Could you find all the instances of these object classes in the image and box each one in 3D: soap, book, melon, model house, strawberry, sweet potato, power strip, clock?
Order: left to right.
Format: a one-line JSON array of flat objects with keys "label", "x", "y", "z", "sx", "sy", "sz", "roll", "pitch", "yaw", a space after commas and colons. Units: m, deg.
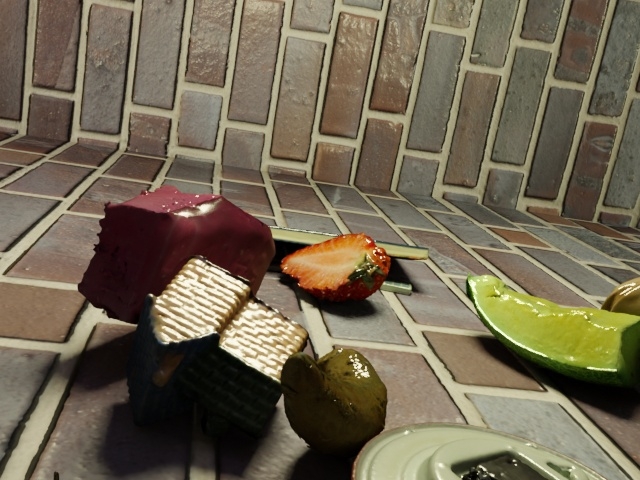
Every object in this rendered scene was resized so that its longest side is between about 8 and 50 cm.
[{"label": "soap", "x": -0.192, "y": 0.038, "z": 1.031, "sx": 0.127, "sy": 0.220, "sz": 0.325, "roll": 20, "pitch": -8, "yaw": 22}, {"label": "model house", "x": -0.130, "y": 0.149, "z": 0.809, "sx": 0.183, "sy": 0.166, "sz": 0.172, "roll": 26, "pitch": 30, "yaw": 4}, {"label": "book", "x": 0.000, "y": 0.000, "z": 1.586, "sx": 0.428, "sy": 0.039, "sz": 0.300, "roll": 8, "pitch": 0, "yaw": -7}, {"label": "sweet potato", "x": 0.022, "y": 0.187, "z": 0.813, "sx": 0.124, "sy": 0.098, "sz": 0.310, "roll": 54, "pitch": 5, "yaw": 12}, {"label": "strawberry", "x": 0.042, "y": 0.068, "z": 1.367, "sx": 0.175, "sy": 0.106, "sz": 0.236, "roll": -35, "pitch": 25, "yaw": -12}, {"label": "power strip", "x": 0.151, "y": 0.096, "z": 1.485, "sx": 0.090, "sy": 0.016, "sz": 0.040, "roll": 12, "pitch": 14, "yaw": 5}, {"label": "clock", "x": 0.185, "y": 0.264, "z": 0.685, "sx": 0.319, "sy": 0.080, "sz": 0.318, "roll": 9, "pitch": 13, "yaw": -2}, {"label": "melon", "x": 0.390, "y": 0.152, "z": 1.205, "sx": 0.324, "sy": 0.124, "sz": 0.196, "roll": 17, "pitch": 7, "yaw": 38}]

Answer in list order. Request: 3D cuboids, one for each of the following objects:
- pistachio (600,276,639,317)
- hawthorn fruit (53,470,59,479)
[{"label": "pistachio", "x": 0.616, "y": 0.145, "z": 1.240, "sx": 0.261, "sy": 0.212, "sz": 0.163, "roll": -1, "pitch": 22, "yaw": -3}, {"label": "hawthorn fruit", "x": -0.206, "y": 0.229, "z": 0.555, "sx": 0.077, "sy": 0.077, "sz": 0.077, "roll": 10, "pitch": 13, "yaw": -2}]
